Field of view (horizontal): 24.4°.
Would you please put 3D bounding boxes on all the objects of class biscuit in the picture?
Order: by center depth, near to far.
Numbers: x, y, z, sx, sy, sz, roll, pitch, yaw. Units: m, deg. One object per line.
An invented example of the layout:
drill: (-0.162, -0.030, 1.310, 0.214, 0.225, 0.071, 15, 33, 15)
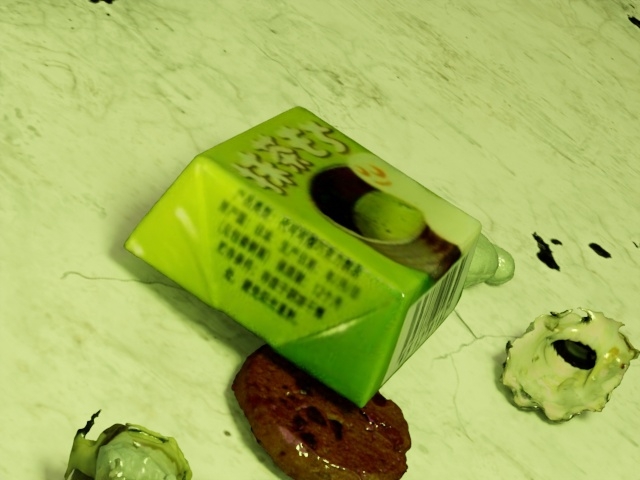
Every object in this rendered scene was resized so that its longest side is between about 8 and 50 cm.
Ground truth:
biscuit: (0.002, 0.172, 1.424, 0.192, 0.049, 0.192, 23, 27, -13)

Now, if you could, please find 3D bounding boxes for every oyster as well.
oyster: (0.280, 0.142, 1.714, 0.133, 0.072, 0.209, 45, 52, 4)

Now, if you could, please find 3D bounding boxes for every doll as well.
doll: (0.154, 0.012, 1.755, 0.214, 0.071, 0.103, 4, 44, -45)

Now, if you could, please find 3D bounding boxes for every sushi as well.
sushi: (-0.135, 0.255, 1.109, 0.139, 0.131, 0.291, 22, 26, -17)

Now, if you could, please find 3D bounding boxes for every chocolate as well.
chocolate: (0.000, 0.000, 1.525, 0.288, 0.137, 0.301, 33, 25, 10)
